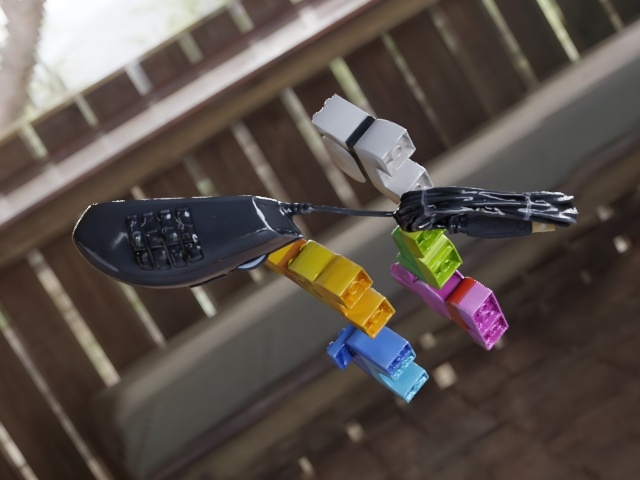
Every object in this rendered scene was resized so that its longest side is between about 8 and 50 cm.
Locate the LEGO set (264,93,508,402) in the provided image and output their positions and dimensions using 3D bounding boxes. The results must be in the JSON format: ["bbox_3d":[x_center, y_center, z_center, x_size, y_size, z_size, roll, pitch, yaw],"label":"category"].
[{"bbox_3d":[0.015,0.008,1.013,0.087,0.093,0.227,-50,-31,-11],"label":"LEGO set"}]

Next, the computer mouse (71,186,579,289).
[{"bbox_3d":[0.000,0.000,0.900,0.242,0.041,0.071,-3,-7,13],"label":"computer mouse"}]
